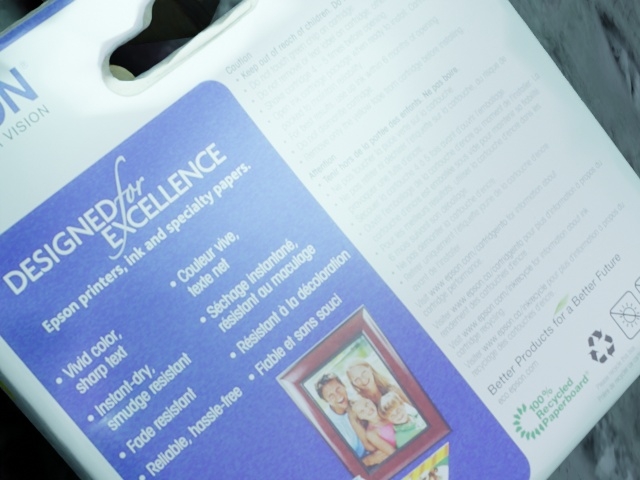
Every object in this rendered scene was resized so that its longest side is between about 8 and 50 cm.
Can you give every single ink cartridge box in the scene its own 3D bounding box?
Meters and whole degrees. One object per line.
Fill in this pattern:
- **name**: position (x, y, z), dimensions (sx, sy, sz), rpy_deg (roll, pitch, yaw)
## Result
- **ink cartridge box**: position (0.000, 0.000, 0.529), dimensions (0.303, 0.072, 0.307), rpy_deg (-41, 95, -22)

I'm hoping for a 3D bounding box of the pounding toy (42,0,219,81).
- **pounding toy**: position (-0.105, -0.139, 0.576), dimensions (0.181, 0.094, 0.206), rpy_deg (47, 53, -45)
